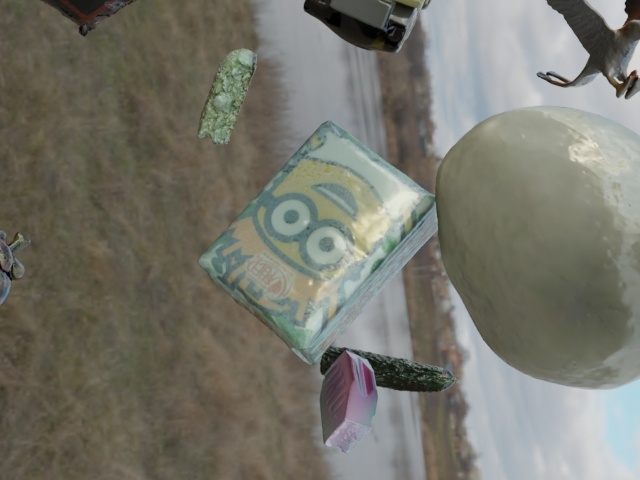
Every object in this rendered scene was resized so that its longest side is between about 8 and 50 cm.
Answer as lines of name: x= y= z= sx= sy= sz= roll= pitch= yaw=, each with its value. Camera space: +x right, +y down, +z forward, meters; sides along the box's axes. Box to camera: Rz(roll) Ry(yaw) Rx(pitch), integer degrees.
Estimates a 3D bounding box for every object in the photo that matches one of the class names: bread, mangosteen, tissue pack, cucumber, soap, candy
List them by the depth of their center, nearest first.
candy: x=0.334 y=0.015 z=1.254 sx=0.427 sy=0.386 sz=0.186 roll=52 pitch=36 yaw=-7
tissue pack: x=0.000 y=0.000 z=1.404 sx=0.228 sy=0.311 sz=0.128 roll=38 pitch=-12 yaw=22
soap: x=0.045 y=0.254 z=1.483 sx=0.100 sy=0.056 sz=0.149 roll=-51 pitch=-155 yaw=28
bread: x=-0.171 y=-0.235 z=1.605 sx=0.232 sy=0.064 sz=0.172 roll=125 pitch=-19 yaw=-63
cucumber: x=0.136 y=0.263 z=1.830 sx=0.067 sy=0.293 sz=0.068 roll=-25 pitch=118 yaw=-59
mangosteen: x=-0.777 y=0.060 z=2.101 sx=0.211 sy=0.250 sz=0.211 roll=43 pitch=-29 yaw=31

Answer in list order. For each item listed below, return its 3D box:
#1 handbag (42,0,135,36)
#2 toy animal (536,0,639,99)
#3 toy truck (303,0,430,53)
handbag: x=-0.319 y=-0.399 z=1.290 sx=0.169 sy=0.215 sz=0.155 roll=42 pitch=41 yaw=-40
toy animal: x=0.571 y=-0.381 z=1.931 sx=0.284 sy=0.225 sz=0.302 roll=102 pitch=-23 yaw=-44
toy truck: x=0.122 y=-0.477 z=1.525 sx=0.254 sy=0.180 sz=0.405 roll=-64 pitch=178 yaw=31
